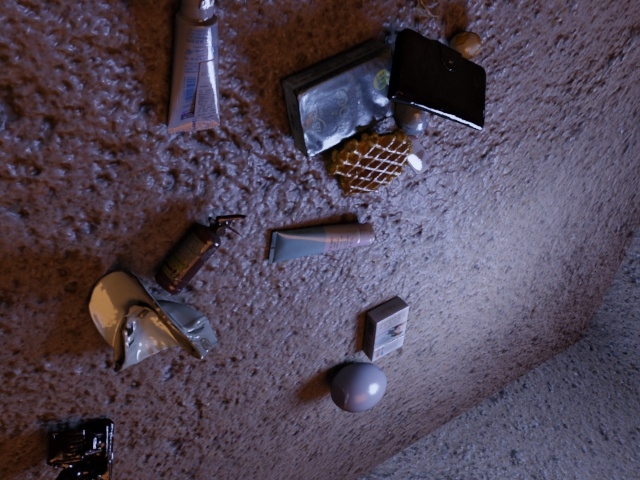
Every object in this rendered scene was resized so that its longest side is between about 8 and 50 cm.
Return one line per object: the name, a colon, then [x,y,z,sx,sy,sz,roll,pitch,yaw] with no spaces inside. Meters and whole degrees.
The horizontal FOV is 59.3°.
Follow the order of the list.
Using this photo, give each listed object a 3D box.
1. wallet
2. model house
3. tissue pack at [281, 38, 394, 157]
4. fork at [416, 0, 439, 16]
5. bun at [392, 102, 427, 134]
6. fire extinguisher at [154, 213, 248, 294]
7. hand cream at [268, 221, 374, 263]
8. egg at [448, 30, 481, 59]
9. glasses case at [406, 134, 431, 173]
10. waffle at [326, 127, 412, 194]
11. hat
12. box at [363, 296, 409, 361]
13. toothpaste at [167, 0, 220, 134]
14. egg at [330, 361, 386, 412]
wallet: [0.291,-0.379,1.342,0.318,0.045,0.172,9,87,-37]
model house: [-0.643,0.589,1.491,0.141,0.203,0.164,-9,170,9]
tissue pack: [0.047,-0.326,1.295,0.257,0.081,0.185,-30,139,-17]
fork: [0.204,-0.556,1.252,0.219,0.034,0.028,25,99,-49]
bun: [0.214,-0.328,1.400,0.083,0.140,0.140,-15,139,3]
fire extinguisher: [-0.282,0.017,1.352,0.252,0.075,0.106,-49,153,6]
hand cream: [0.000,0.000,1.586,0.313,0.070,0.111,-6,131,-25]
egg: [0.368,-0.490,1.416,0.083,0.071,0.071,-30,140,-11]
glasses case: [0.262,-0.242,1.579,0.063,0.041,0.164,-47,141,5]
waffle: [0.123,-0.193,1.453,0.249,0.056,0.253,-16,155,-19]
hat: [-0.405,0.178,1.353,0.258,0.168,0.301,-13,120,21]
box: [0.237,0.327,2.061,0.150,0.067,0.233,-22,137,-22]
toothpaste: [-0.238,-0.335,1.072,0.114,0.073,0.299,-17,142,-28]
egg: [0.148,0.544,2.100,0.232,0.176,0.176,-13,133,-32]
